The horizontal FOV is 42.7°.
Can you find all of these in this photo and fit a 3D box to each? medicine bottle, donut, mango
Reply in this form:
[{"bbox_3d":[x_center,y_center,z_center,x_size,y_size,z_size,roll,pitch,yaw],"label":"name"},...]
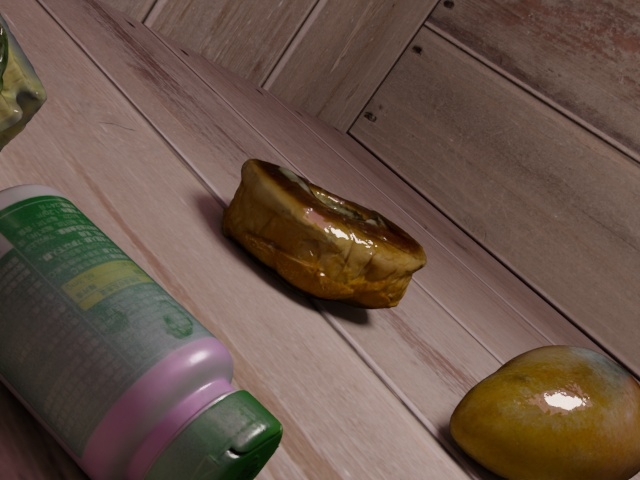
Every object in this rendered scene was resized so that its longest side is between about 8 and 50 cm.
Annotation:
[{"bbox_3d":[-0.158,0.087,0.605,0.274,0.133,0.133,41,14,19],"label":"medicine bottle"},{"bbox_3d":[0.000,0.000,1.305,0.330,0.160,0.330,26,6,-3],"label":"donut"},{"bbox_3d":[0.336,0.252,1.159,0.384,0.199,0.221,8,34,-38],"label":"mango"}]

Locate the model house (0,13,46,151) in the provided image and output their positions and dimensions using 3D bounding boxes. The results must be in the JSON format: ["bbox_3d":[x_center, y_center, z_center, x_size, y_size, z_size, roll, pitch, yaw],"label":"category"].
[{"bbox_3d":[-0.425,-0.181,0.750,0.321,0.261,0.266,57,-10,3],"label":"model house"}]
